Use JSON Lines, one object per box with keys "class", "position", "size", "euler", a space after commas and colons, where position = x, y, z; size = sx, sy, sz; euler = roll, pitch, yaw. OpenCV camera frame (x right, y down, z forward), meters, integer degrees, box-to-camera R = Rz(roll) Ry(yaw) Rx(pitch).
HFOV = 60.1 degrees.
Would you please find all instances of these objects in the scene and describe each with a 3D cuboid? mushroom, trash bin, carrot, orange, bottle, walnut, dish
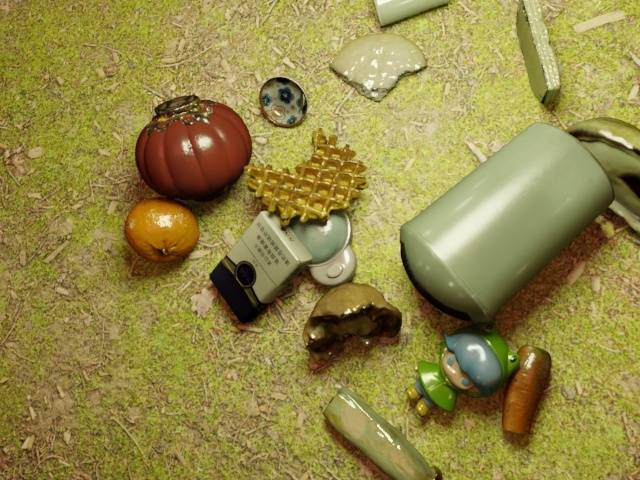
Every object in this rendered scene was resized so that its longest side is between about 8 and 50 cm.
{"class": "mushroom", "position": [0.671, -0.171, 1.171], "size": [0.211, 0.217, 0.292], "euler": [-27, 66, -10]}
{"class": "trash bin", "position": [0.382, -0.025, 1.211], "size": [0.432, 0.280, 0.280], "euler": [-41, 73, 1]}
{"class": "carrot", "position": [0.452, 0.330, 1.227], "size": [0.087, 0.087, 0.194], "euler": [18, 84, 17]}
{"class": "orange", "position": [-0.414, -0.024, 1.454], "size": [0.193, 0.193, 0.161], "euler": [-19, 61, 11]}
{"class": "mushroom", "position": [0.142, 0.474, 1.285], "size": [0.312, 0.081, 0.100], "euler": [39, 85, 19]}
{"class": "bottle", "position": [0.258, -0.647, 1.435], "size": [0.244, 0.104, 0.104], "euler": [-16, 77, 12]}
{"class": "walnut", "position": [0.066, 0.172, 1.303], "size": [0.237, 0.204, 0.142], "euler": [-18, 54, 5]}
{"class": "dish", "position": [-0.087, -0.388, 1.496], "size": [0.141, 0.078, 0.141], "euler": [12, 128, 15]}

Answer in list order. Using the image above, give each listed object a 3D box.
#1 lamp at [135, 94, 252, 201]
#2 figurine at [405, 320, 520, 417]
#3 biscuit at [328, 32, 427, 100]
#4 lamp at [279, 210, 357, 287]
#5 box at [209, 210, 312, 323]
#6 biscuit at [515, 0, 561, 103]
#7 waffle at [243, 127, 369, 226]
{"class": "lamp", "position": [-0.325, -0.234, 1.423], "size": [0.302, 0.303, 0.257], "euler": [-9, 122, 13]}
{"class": "figurine", "position": [0.312, 0.295, 1.249], "size": [0.263, 0.143, 0.162], "euler": [-42, 64, 22]}
{"class": "biscuit", "position": [0.149, -0.464, 1.466], "size": [0.265, 0.040, 0.188], "euler": [0, 78, 14]}
{"class": "lamp", "position": [0.000, 0.001, 1.389], "size": [0.179, 0.108, 0.246], "euler": [-29, 75, 12]}
{"class": "box", "position": [-0.157, 0.068, 1.390], "size": [0.259, 0.071, 0.168], "euler": [-47, 72, 26]}
{"class": "biscuit", "position": [0.516, -0.445, 1.309], "size": [0.052, 0.150, 0.253], "euler": [-12, 77, 13]}
{"class": "waffle", "position": [-0.025, -0.147, 1.377], "size": [0.292, 0.069, 0.260], "euler": [-29, 59, -19]}
